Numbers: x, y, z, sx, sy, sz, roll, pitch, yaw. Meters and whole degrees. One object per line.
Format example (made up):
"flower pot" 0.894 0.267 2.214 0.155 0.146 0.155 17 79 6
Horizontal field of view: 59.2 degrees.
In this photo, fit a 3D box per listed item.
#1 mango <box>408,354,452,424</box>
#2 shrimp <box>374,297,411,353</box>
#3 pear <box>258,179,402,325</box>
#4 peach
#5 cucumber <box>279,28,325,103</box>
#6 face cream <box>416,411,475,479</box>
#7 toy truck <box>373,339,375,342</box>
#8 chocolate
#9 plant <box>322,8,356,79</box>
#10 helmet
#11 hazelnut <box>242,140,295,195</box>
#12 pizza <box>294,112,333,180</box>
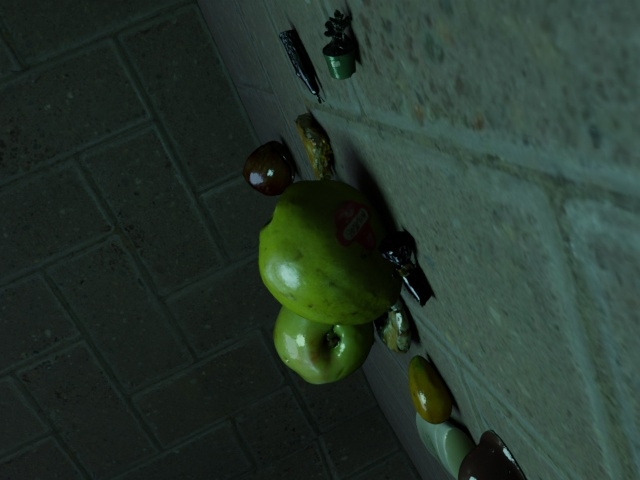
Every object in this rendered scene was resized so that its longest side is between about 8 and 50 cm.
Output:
"mango" 0.264 0.371 1.393 0.115 0.089 0.165 74 171 -55
"shrimp" 0.178 0.187 1.547 0.365 0.071 0.233 -169 62 -85
"pear" 0.031 0.044 1.201 0.375 0.287 0.287 42 -177 -20
"peach" 0.015 0.248 1.611 0.281 0.314 0.315 24 172 -3
"cucumber" -0.038 -0.361 1.172 0.163 0.039 0.043 66 -164 1
"face cream" 0.342 0.551 1.509 0.174 0.081 0.348 64 175 6
"toy truck" 0.133 0.348 2.414 0.257 0.127 0.127 62 160 12
"chocolate" 0.161 0.057 1.073 0.072 0.070 0.147 -71 -36 -56
"plant" 0.025 -0.290 0.826 0.102 0.051 0.051 76 167 -47
"helmet" 0.325 0.474 1.105 0.155 0.106 0.175 176 81 -74
"hazelnut" -0.208 -0.293 2.251 0.234 0.218 0.218 57 171 54
"pizza" -0.009 -0.235 1.405 0.161 0.062 0.182 -93 -17 -86
